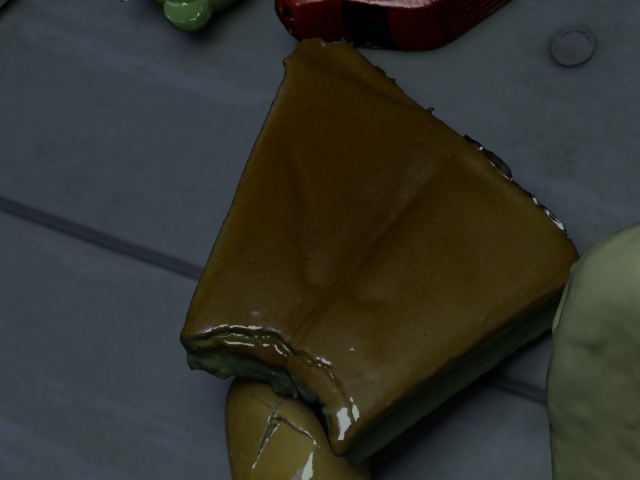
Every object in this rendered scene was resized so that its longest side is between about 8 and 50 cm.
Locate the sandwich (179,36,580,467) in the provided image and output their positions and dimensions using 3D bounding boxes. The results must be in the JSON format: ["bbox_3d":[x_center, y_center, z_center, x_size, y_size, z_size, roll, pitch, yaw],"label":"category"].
[{"bbox_3d":[0.000,0.000,1.078,0.212,0.063,0.245,-33,57,-21],"label":"sandwich"}]

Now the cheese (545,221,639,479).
[{"bbox_3d":[0.199,0.106,0.911,0.173,0.251,0.248,-4,78,17],"label":"cheese"}]

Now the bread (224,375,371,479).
[{"bbox_3d":[-0.016,0.113,1.065,0.082,0.056,0.115,-13,61,11],"label":"bread"}]

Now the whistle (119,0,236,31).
[{"bbox_3d":[-0.041,-0.225,1.231,0.227,0.085,0.105,-38,63,-3],"label":"whistle"}]

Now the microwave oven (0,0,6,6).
[{"bbox_3d":[-0.311,-0.225,1.297,0.163,0.129,0.205,-45,59,-5],"label":"microwave oven"}]

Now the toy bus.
[{"bbox_3d":[0.067,-0.176,1.176,0.195,0.081,0.089,-34,68,-2],"label":"toy bus"}]
